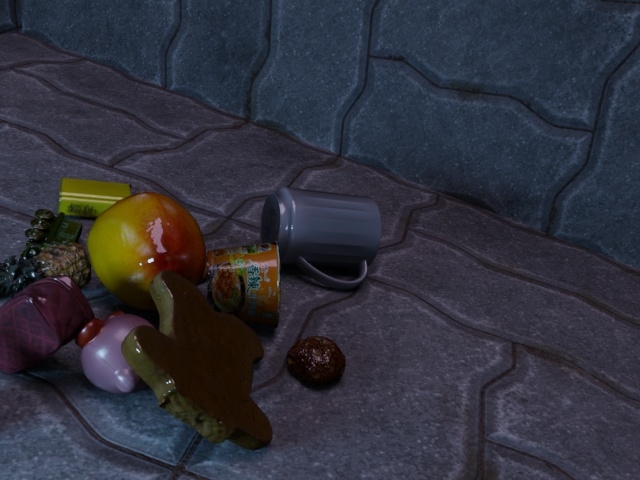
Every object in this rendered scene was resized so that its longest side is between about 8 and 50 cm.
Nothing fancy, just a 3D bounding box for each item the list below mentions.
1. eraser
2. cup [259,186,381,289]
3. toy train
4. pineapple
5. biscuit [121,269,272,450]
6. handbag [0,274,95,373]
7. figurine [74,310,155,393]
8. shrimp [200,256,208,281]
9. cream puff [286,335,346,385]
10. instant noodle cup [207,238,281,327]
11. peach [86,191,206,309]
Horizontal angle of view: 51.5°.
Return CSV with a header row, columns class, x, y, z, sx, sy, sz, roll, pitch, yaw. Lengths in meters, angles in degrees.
class,x,y,z,sx,sy,sz,roll,pitch,yaw
eraser,-0.700,-0.128,2.057,0.226,0.069,0.158,4,29,-21
cup,0.000,0.000,2.046,0.326,0.237,0.323,4,58,-24
toy train,-0.717,-0.004,1.787,0.137,0.090,0.225,15,25,-16
pineapple,-0.689,0.081,1.601,0.248,0.128,0.128,-13,37,-36
biscuit,-0.257,0.244,1.388,0.368,0.076,0.394,41,17,-27
handbag,-0.584,0.170,1.360,0.146,0.225,0.135,58,27,-9
figurine,-0.410,0.237,1.380,0.173,0.173,0.173,12,26,-6
shrimp,-0.422,0.057,1.852,0.248,0.068,0.150,16,31,-10
cream puff,-0.009,0.282,1.600,0.149,0.084,0.149,13,24,-6
instant noodle cup,-0.200,0.111,1.707,0.182,0.230,0.230,0,28,-7
peach,-0.411,0.033,1.643,0.308,0.289,0.289,12,21,32
